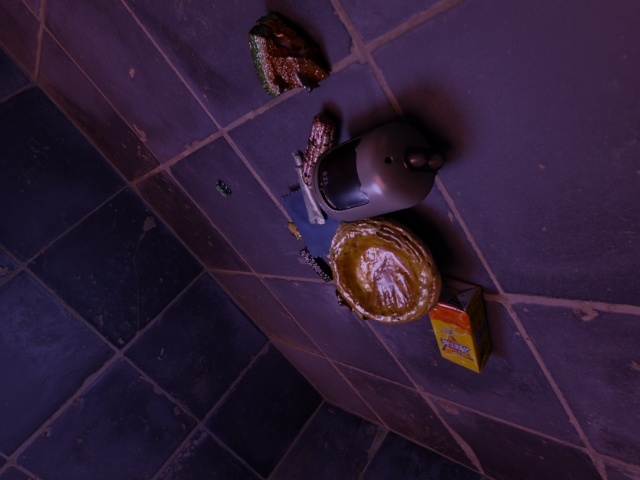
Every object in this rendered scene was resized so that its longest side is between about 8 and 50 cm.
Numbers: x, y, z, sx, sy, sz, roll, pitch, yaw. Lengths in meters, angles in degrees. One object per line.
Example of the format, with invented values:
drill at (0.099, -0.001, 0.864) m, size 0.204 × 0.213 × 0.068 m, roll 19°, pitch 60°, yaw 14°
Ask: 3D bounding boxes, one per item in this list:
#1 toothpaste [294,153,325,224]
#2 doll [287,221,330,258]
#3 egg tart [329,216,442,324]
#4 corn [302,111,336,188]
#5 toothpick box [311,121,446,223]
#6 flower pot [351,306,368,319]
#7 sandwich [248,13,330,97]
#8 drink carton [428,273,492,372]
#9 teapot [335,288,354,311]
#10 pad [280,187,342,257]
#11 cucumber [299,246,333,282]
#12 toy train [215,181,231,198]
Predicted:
toothpaste at (-0.043, -0.167, 1.442) m, size 0.067 × 0.037 × 0.255 m, roll 3°, pitch 122°, yaw 36°
doll at (-0.001, 0.001, 1.647) m, size 0.291 × 0.086 × 0.117 m, roll 29°, pitch -173°, yaw 22°
egg tart at (0.201, 0.077, 1.335) m, size 0.387 × 0.169 × 0.388 m, roll 21°, pitch 127°, yaw 31°
corn at (-0.002, -0.255, 1.262) m, size 0.092 × 0.092 × 0.280 m, roll 35°, pitch 149°, yaw 13°
toothpick box at (0.151, -0.167, 1.064) m, size 0.229 × 0.229 × 0.316 m, roll 51°, pitch 151°, yaw -18°
flower pot at (0.159, 0.161, 1.577) m, size 0.179 × 0.195 × 0.195 m, roll 42°, pitch 157°, yaw 30°
sandwich at (-0.084, -0.446, 1.050) m, size 0.160 × 0.109 × 0.185 m, roll 19°, pitch 146°, yaw 42°
drink carton at (0.457, 0.278, 1.419) m, size 0.154 × 0.111 × 0.351 m, roll 18°, pitch 146°, yaw 41°
teapot at (0.111, 0.260, 1.892) m, size 0.098 × 0.078 × 0.129 m, roll -1°, pitch 131°, yaw 55°
pad at (-0.005, -0.069, 1.514) m, size 0.269 × 0.012 × 0.269 m, roll -14°, pitch 107°, yaw 47°
cucumber at (-0.015, 0.103, 1.850) m, size 0.187 × 0.058 × 0.058 m, roll 47°, pitch 153°, yaw -11°
toy train at (-0.441, -0.230, 1.951) m, size 0.083 × 0.033 × 0.053 m, roll 47°, pitch 157°, yaw -10°
